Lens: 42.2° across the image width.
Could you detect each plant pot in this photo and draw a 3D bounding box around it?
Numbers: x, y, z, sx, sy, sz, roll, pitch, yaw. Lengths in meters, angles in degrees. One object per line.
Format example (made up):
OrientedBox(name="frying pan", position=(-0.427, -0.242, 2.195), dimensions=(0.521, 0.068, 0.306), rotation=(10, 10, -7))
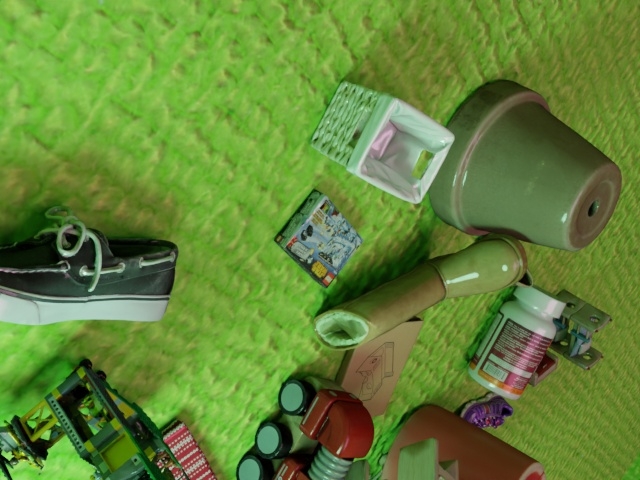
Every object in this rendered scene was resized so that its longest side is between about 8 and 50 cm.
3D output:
OrientedBox(name="plant pot", position=(0.340, -0.099, 1.318), dimensions=(0.263, 0.229, 0.263), rotation=(-26, 132, -33))
OrientedBox(name="plant pot", position=(0.286, 0.481, 1.611), dimensions=(0.275, 0.243, 0.275), rotation=(-21, 117, -49))

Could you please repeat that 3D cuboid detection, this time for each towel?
OrientedBox(name="towel", position=(-0.238, 0.396, 1.208), dimensions=(0.199, 0.031, 0.275), rotation=(-36, 136, -21))

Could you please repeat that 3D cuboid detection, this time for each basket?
OrientedBox(name="basket", position=(0.083, -0.134, 1.117), dimensions=(0.167, 0.103, 0.113), rotation=(20, 101, -52))

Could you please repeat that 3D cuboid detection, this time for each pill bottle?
OrientedBox(name="pill bottle", position=(0.399, 0.199, 1.678), dimensions=(0.121, 0.121, 0.221), rotation=(17, 103, -51))

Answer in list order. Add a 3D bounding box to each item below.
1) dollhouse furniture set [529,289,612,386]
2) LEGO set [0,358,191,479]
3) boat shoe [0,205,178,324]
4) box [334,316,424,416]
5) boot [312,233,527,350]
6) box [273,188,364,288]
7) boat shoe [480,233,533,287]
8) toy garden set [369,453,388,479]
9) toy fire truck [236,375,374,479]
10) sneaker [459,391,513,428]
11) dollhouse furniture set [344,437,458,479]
OrientedBox(name="dollhouse furniture set", position=(0.528, 0.228, 1.829), dimensions=(0.184, 0.129, 0.129), rotation=(-30, 135, -29))
OrientedBox(name="LEGO set", position=(-0.247, 0.313, 0.922), dimensions=(0.192, 0.331, 0.255), rotation=(-40, 153, -9))
OrientedBox(name="boat shoe", position=(-0.260, 0.024, 0.856), dimensions=(0.306, 0.113, 0.105), rotation=(11, 101, -53))
OrientedBox(name="box", position=(0.090, 0.225, 1.446), dimensions=(0.164, 0.021, 0.201), rotation=(3, 114, -48))
OrientedBox(name="boot", position=(0.157, 0.086, 1.277), dimensions=(0.269, 0.236, 0.089), rotation=(-22, 87, -38))
OrientedBox(name="box", position=(0.000, 0.000, 1.184), dimensions=(0.094, 0.027, 0.137), rotation=(-52, 142, -8))
OrientedBox(name="boat shoe", position=(0.356, 0.042, 1.559), dimensions=(0.190, 0.072, 0.068), rotation=(29, 93, -52))
OrientedBox(name="toy garden set", position=(0.116, 0.516, 1.655), dimensions=(0.244, 0.049, 0.203), rotation=(-29, 135, -31))
OrientedBox(name="toy fire truck", position=(0.006, 0.353, 1.262), dimensions=(0.158, 0.246, 0.217), rotation=(22, 99, -52))
OrientedBox(name="sneaker", position=(0.358, 0.383, 1.805), dimensions=(0.170, 0.071, 0.068), rotation=(-19, 129, -37))
OrientedBox(name="dollhouse furniture set", position=(0.120, 0.569, 1.353), dimensions=(0.394, 0.256, 0.362), rotation=(-25, 124, 27))
